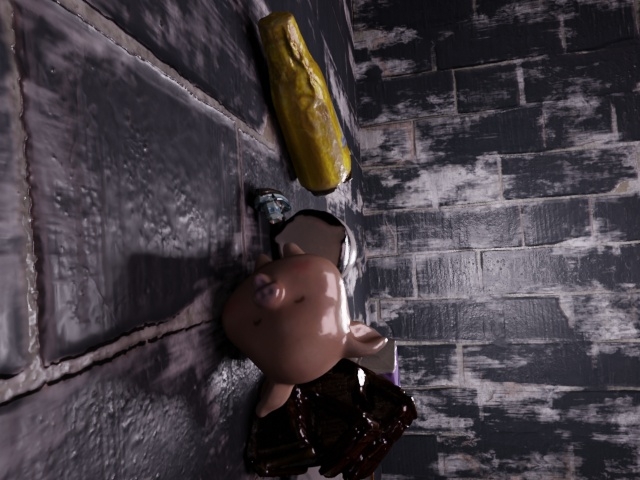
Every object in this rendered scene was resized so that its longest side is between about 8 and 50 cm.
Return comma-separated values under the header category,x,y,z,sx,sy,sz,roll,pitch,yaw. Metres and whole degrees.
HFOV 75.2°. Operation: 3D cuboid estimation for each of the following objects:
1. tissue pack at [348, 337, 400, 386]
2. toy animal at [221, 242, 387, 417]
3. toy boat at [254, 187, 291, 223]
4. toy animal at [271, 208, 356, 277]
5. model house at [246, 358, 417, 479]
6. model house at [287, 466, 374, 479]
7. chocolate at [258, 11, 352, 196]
category,x,y,z,sx,sy,sz,roll,pitch,yaw
tissue pack,0.155,0.486,1.458,0.160,0.243,0.338,-81,162,-45
toy animal,-0.044,0.134,0.734,0.269,0.237,0.326,60,0,31
toy boat,-0.097,-0.067,0.849,0.140,0.059,0.066,25,44,-74
toy animal,-0.001,0.018,1.002,0.187,0.165,0.235,65,7,4
model house,0.049,0.328,0.848,0.317,0.283,0.296,60,24,-53
model house,0.012,0.614,0.991,0.271,0.191,0.300,-86,-178,-48
chocolate,-0.036,-0.314,1.007,0.445,0.162,0.162,69,20,-49
